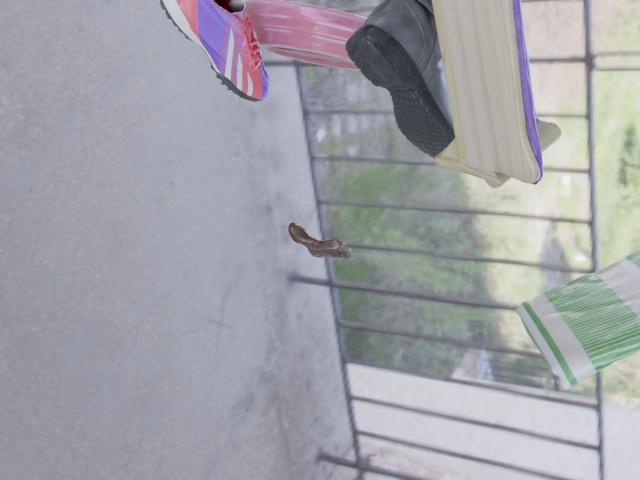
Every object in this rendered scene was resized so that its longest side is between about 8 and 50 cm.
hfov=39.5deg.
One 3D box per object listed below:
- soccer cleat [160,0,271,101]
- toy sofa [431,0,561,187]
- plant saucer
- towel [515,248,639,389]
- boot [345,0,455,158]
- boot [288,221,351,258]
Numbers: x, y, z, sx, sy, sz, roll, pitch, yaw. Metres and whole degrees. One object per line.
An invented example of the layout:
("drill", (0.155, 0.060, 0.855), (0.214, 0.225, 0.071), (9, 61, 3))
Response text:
("soccer cleat", (-0.162, -0.374, 1.638), (0.318, 0.116, 0.109), (47, 30, -45))
("toy sofa", (0.231, -0.258, 1.153), (0.150, 0.177, 0.363), (-38, 128, -30))
("plant saucer", (-0.002, -0.411, 1.817), (0.332, 0.332, 0.084), (0, 103, -60))
("towel", (0.430, 0.071, 1.159), (0.038, 0.324, 0.248), (62, 7, -13))
("boot", (0.201, -0.293, 1.461), (0.223, 0.118, 0.338), (-55, 134, -16))
("boot", (0.000, 0.000, 1.805), (0.106, 0.114, 0.037), (42, 68, -30))
